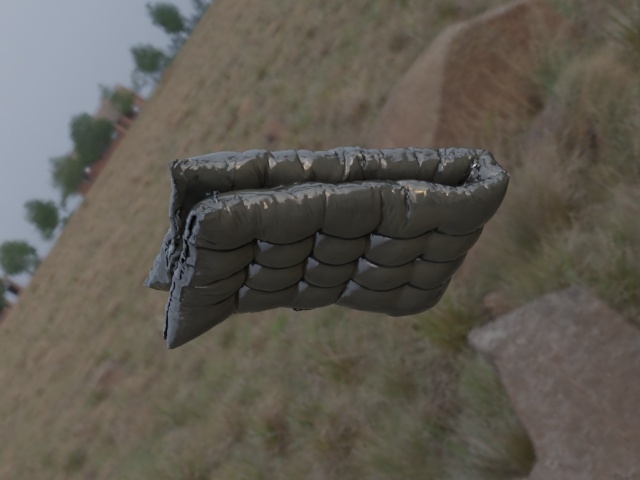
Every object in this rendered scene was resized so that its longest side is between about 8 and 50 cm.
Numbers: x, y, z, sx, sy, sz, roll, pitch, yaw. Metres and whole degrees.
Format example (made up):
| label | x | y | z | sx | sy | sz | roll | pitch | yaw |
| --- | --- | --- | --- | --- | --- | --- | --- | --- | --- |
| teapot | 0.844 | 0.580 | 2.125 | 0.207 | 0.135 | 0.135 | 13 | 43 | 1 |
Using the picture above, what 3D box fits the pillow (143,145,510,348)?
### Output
| label | x | y | z | sx | sy | sz | roll | pitch | yaw |
| --- | --- | --- | --- | --- | --- | --- | --- | --- | --- |
| pillow | 0.000 | 0.000 | 1.104 | 0.228 | 0.326 | 0.101 | 115 | 144 | -54 |
